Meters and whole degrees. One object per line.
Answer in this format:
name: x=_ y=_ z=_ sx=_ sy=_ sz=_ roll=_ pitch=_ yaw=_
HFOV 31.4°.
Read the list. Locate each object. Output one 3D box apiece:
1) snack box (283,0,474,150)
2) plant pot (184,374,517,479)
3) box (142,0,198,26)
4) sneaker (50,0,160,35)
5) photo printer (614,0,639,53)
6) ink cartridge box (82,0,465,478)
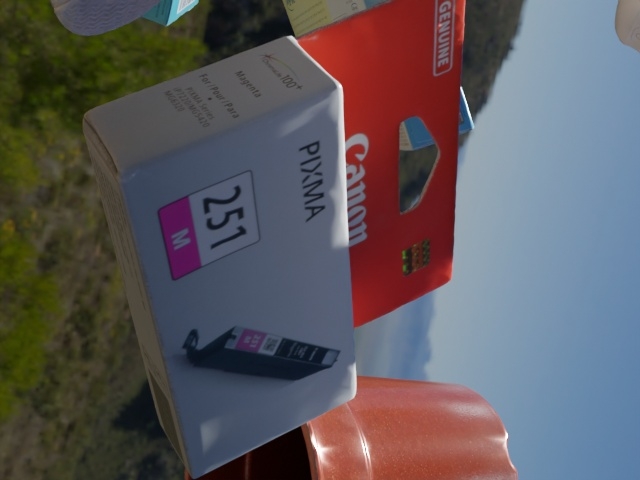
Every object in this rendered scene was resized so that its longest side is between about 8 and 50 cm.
snack box: x=0.037 y=-0.177 z=1.026 sx=0.322 sy=0.060 sz=0.187 roll=-155 pitch=-135 yaw=-78
plant pot: x=0.038 y=0.248 z=1.161 sx=0.272 sy=0.265 sz=0.272 roll=-6 pitch=-97 yaw=57
box: x=-0.257 y=-0.316 z=1.251 sx=0.100 sy=0.244 sz=0.060 roll=-60 pitch=170 yaw=-59
sneaker: x=-0.173 y=-0.323 z=0.803 sx=0.137 sy=0.210 sz=0.366 roll=-29 pitch=167 yaw=-28
photo printer: x=0.462 y=-0.360 z=1.300 sx=0.307 sy=0.107 sz=0.256 roll=-42 pitch=162 yaw=-36
ink cartridge box: x=0.000 y=0.000 z=0.688 sx=0.060 sy=0.239 sz=0.275 roll=51 pitch=-23 yaw=38
